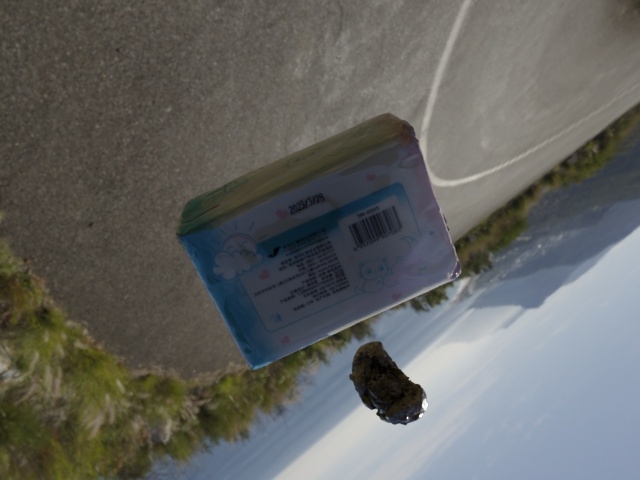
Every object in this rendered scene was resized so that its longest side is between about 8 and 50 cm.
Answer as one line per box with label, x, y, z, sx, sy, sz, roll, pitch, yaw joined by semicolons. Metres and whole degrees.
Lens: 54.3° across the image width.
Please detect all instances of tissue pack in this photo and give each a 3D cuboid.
tissue pack;-0.001;-0.002;0.703;0.271;0.201;0.124;-24;-152;2

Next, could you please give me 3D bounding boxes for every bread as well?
bread;0.082;0.187;0.786;0.060;0.113;0.082;-33;144;-21
